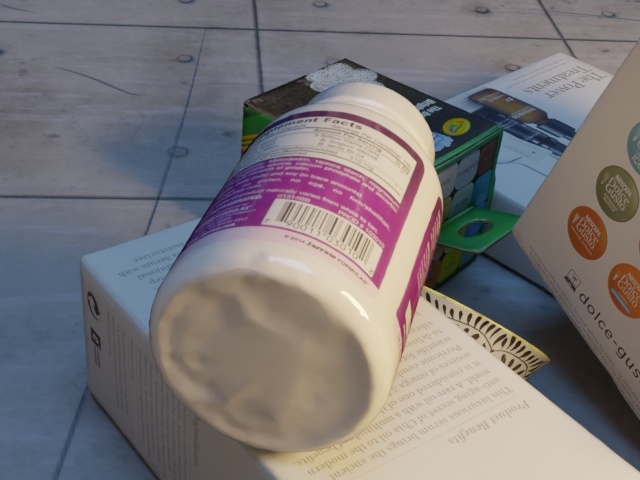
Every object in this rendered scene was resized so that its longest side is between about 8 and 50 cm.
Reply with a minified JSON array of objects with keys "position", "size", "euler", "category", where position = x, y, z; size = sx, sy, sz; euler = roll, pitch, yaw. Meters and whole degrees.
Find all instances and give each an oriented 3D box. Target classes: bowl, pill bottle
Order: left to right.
[{"position":[0.000,0.000,0.819],"size":[0.169,0.169,0.301],"euler":[12,35,10],"category":"pill bottle"},{"position":[0.119,0.106,1.018],"size":[0.170,0.170,0.080],"euler":[27,84,28],"category":"bowl"}]

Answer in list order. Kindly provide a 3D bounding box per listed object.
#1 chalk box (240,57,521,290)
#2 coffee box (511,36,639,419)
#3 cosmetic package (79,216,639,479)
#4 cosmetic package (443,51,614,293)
[{"position":[0.074,-0.048,1.178],"size":[0.289,0.179,0.180],"euler":[30,41,30],"category":"chalk box"},{"position":[0.443,-0.019,0.960],"size":[0.338,0.334,0.337],"euler":[-17,62,-29],"category":"coffee box"},{"position":[0.009,0.154,0.887],"size":[0.230,0.161,0.453],"euler":[-20,41,-31],"category":"cosmetic package"},{"position":[0.296,-0.101,1.356],"size":[0.377,0.097,0.284],"euler":[-27,48,-38],"category":"cosmetic package"}]
